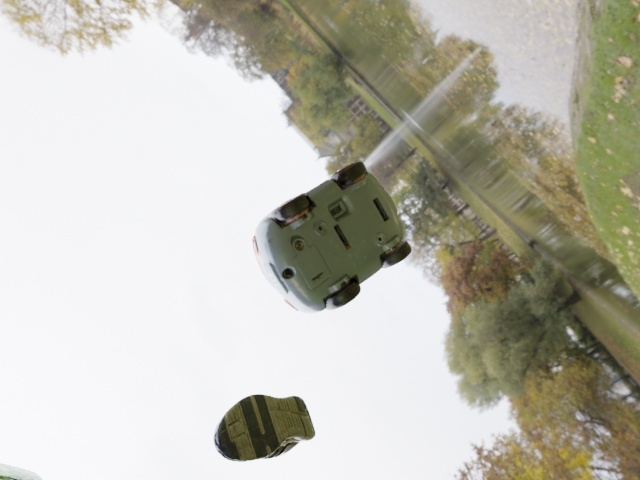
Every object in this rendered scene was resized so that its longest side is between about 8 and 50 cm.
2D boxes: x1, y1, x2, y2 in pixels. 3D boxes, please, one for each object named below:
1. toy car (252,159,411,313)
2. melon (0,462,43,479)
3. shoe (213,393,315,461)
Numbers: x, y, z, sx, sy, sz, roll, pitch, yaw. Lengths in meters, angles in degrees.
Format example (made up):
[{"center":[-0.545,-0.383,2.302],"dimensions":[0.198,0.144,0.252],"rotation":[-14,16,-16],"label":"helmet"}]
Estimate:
[{"center":[0.000,0.000,0.755],"dimensions":[0.271,0.212,0.180],"rotation":[-35,-81,-30],"label":"toy car"},{"center":[-0.333,0.280,0.418],"dimensions":[0.064,0.210,0.118],"rotation":[47,-122,-28],"label":"melon"},{"center":[-0.066,0.209,0.479],"dimensions":[0.143,0.071,0.063],"rotation":[23,-146,-56],"label":"shoe"}]
